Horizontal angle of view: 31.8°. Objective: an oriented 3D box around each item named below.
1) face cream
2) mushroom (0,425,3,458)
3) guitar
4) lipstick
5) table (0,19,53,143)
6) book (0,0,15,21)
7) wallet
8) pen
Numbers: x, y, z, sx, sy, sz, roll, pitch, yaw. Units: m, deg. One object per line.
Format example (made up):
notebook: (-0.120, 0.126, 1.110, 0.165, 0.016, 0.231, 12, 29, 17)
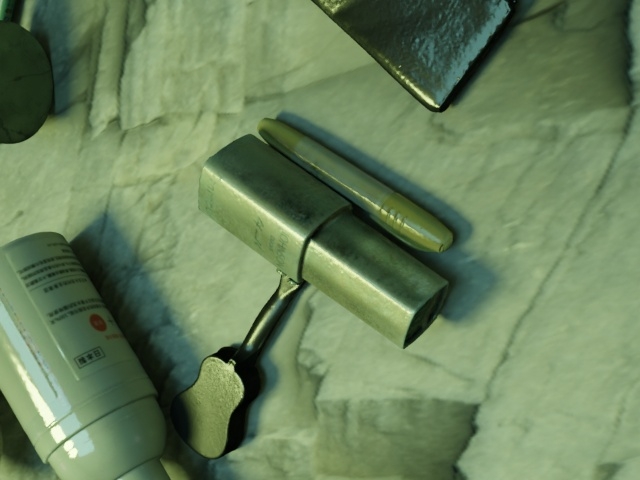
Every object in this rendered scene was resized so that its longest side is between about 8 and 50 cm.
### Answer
face cream: (-0.251, 0.179, 1.211, 0.145, 0.145, 0.370, -41, 75, 30)
mushroom: (-0.474, 0.166, 1.360, 0.128, 0.128, 0.350, -39, 70, 31)
guitar: (-0.074, 0.111, 1.153, 0.084, 0.038, 0.271, 40, 116, 19)
lipstick: (0.000, 0.000, 1.057, 0.253, 0.077, 0.079, 36, 141, 23)
table: (-0.356, -0.172, 1.228, 0.043, 0.133, 0.133, 2, 99, 34)
book: (-0.488, -0.195, 1.368, 0.264, 0.031, 0.379, 27, 111, 28)
wallet: (0.057, -0.236, 1.020, 0.244, 0.025, 0.124, 44, 118, 17)
pen: (0.029, -0.052, 1.068, 0.233, 0.032, 0.040, 34, 137, 25)
